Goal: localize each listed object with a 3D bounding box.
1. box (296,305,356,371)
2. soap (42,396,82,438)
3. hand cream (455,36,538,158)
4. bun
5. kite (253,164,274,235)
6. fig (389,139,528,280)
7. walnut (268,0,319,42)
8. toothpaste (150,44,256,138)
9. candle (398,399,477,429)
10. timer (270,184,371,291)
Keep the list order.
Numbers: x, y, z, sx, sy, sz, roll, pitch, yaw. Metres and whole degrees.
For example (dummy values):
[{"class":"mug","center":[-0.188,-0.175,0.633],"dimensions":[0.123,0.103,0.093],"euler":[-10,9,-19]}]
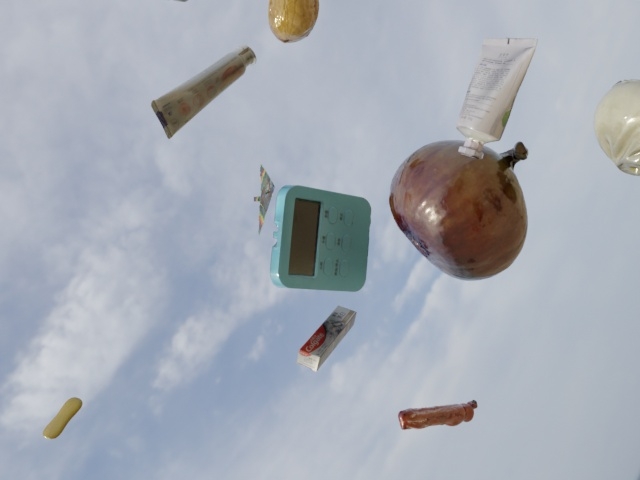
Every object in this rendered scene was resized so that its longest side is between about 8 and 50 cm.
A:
[{"class":"box","center":[0.017,0.219,1.541],"dimensions":[0.218,0.055,0.040],"euler":[-40,-35,-56]},{"class":"soap","center":[-0.459,0.316,1.204],"dimensions":[0.089,0.034,0.012],"euler":[-58,-22,-43]},{"class":"hand cream","center":[0.197,-0.164,0.783],"dimensions":[0.053,0.084,0.142],"euler":[16,-83,-35]},{"class":"bun","center":[0.487,-0.155,1.003],"dimensions":[0.173,0.172,0.120],"euler":[27,-90,-60]},{"class":"kite","center":[-0.090,-0.070,1.067],"dimensions":[0.004,0.090,0.122],"euler":[8,-103,-25]},{"class":"fig","center":[0.221,-0.053,1.061],"dimensions":[0.214,0.235,0.235],"euler":[-40,-39,-27]},{"class":"walnut","center":[-0.072,-0.625,1.818],"dimensions":[0.144,0.144,0.180],"euler":[23,-102,-60]},{"class":"toothpaste","center":[-0.280,-0.376,1.652],"dimensions":[0.323,0.066,0.100],"euler":[-47,-48,-32]},{"class":"candle","center":[0.274,0.402,1.544],"dimensions":[0.048,0.051,0.329],"euler":[-44,-32,26]},{"class":"timer","center":[0.000,0.000,1.534],"dimensions":[0.250,0.091,0.232],"euler":[6,-92,-48]}]
